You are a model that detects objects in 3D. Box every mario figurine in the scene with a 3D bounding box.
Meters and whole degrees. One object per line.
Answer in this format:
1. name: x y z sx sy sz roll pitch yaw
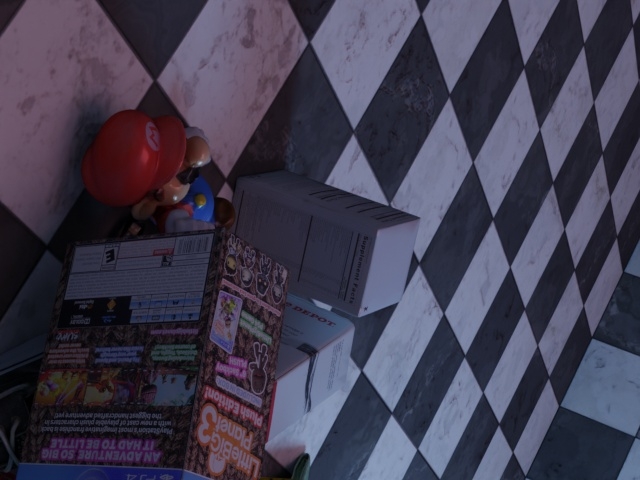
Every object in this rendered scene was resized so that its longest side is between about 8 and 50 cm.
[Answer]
1. mario figurine: -0.158 -0.062 1.472 0.170 0.198 0.320 -55 152 -10

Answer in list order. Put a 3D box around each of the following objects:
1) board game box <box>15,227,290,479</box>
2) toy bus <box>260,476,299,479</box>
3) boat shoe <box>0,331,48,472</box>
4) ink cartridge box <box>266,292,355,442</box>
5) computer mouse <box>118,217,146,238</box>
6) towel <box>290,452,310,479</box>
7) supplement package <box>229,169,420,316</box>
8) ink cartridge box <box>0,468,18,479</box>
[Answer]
1. board game box: -0.182 0.151 1.328 0.141 0.232 0.291 35 57 -51
2. toy bus: -0.057 0.482 1.769 0.333 0.130 0.108 -120 -140 -67
3. boat shoe: -0.362 0.205 1.354 0.335 0.119 0.121 -37 139 -46
4. ink cartridge box: -0.105 0.178 1.722 0.273 0.197 0.114 -29 135 -51
5. computer mouse: -0.232 0.053 1.577 0.106 0.042 0.193 -64 147 -20
6. towel: -0.069 0.588 2.171 0.248 0.038 0.325 -64 163 -67
7. supplement package: 0.000 0.000 1.739 0.134 0.244 0.139 -15 122 -58
8. ink cartridge box: -0.328 0.372 1.524 0.306 0.131 0.226 -20 125 -54
